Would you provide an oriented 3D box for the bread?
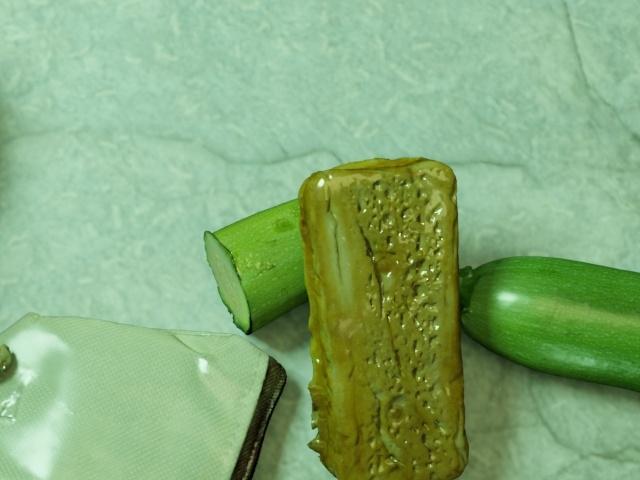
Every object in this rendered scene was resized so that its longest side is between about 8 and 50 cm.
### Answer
[{"bbox_3d":[0.049,0.070,0.946,0.139,0.077,0.271,-7,102,-8],"label":"bread"}]

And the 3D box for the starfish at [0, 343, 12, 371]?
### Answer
[{"bbox_3d":[-0.423,0.027,0.854,0.301,0.293,0.084,-11,42,4],"label":"starfish"}]

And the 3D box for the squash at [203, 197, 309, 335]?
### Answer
[{"bbox_3d":[0.000,0.000,1.004,0.188,0.095,0.095,-24,79,-16],"label":"squash"}]

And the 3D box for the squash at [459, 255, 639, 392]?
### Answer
[{"bbox_3d":[0.284,0.083,1.001,0.395,0.107,0.107,14,74,-1],"label":"squash"}]

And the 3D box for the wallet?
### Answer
[{"bbox_3d":[-0.182,0.210,0.934,0.275,0.068,0.335,18,66,-1],"label":"wallet"}]
